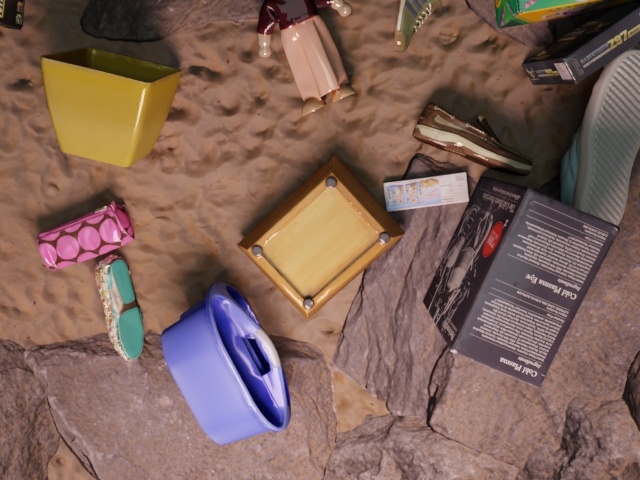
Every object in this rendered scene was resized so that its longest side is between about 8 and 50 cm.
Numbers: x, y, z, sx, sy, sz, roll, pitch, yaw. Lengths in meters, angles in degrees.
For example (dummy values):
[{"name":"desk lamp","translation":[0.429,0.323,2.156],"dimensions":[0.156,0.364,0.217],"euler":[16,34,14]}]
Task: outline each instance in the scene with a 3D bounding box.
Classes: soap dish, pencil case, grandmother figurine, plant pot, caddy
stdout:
[{"name":"soap dish","translation":[0.000,0.000,1.351],"dimensions":[0.291,0.118,0.229],"euler":[-42,95,7]},{"name":"pencil case","translation":[-0.516,-0.010,1.387],"dimensions":[0.209,0.095,0.098],"euler":[-23,132,4]},{"name":"grandmother figurine","translation":[-0.038,-0.443,1.286],"dimensions":[0.208,0.104,0.342],"euler":[-26,103,-3]},{"name":"plant pot","translation":[-0.426,-0.269,1.295],"dimensions":[0.212,0.212,0.187],"euler":[14,113,0]},{"name":"caddy","translation":[-0.176,0.255,1.340],"dimensions":[0.179,0.241,0.341],"euler":[-25,98,13]}]

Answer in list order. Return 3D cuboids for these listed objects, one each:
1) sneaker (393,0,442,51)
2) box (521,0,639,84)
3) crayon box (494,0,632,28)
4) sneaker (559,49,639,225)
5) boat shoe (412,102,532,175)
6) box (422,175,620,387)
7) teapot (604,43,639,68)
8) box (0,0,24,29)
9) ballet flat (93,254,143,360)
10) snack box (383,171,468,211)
[{"name":"sneaker","translation":[0.204,-0.479,1.293],"dimensions":[0.086,0.064,0.192],"euler":[10,96,6]},{"name":"box","translation":[0.509,-0.373,1.212],"dimensions":[0.183,0.232,0.059],"euler":[-33,102,7]},{"name":"crayon box","translation":[0.496,-0.488,1.229],"dimensions":[0.278,0.165,0.081],"euler":[-9,98,4]},{"name":"sneaker","translation":[0.546,-0.198,1.270],"dimensions":[0.135,0.150,0.366],"euler":[3,110,-15]},{"name":"boat shoe","translation":[0.327,-0.216,1.318],"dimensions":[0.257,0.095,0.095],"euler":[21,93,-1]},{"name":"box","translation":[0.362,0.058,1.231],"dimensions":[0.179,0.343,0.312],"euler":[22,98,-3]},{"name":"teapot","translation":[0.728,-0.405,1.230],"dimensions":[0.256,0.187,0.252],"euler":[2,127,-14]},{"name":"box","translation":[-0.651,-0.532,1.263],"dimensions":[0.045,0.184,0.190],"euler":[9,98,0]},{"name":"ballet flat","translation":[-0.454,0.150,1.424],"dimensions":[0.077,0.091,0.241],"euler":[-5,95,34]},{"name":"snack box","translation":[0.228,-0.105,1.373],"dimensions":[0.178,0.022,0.064],"euler":[-7,99,3]}]
